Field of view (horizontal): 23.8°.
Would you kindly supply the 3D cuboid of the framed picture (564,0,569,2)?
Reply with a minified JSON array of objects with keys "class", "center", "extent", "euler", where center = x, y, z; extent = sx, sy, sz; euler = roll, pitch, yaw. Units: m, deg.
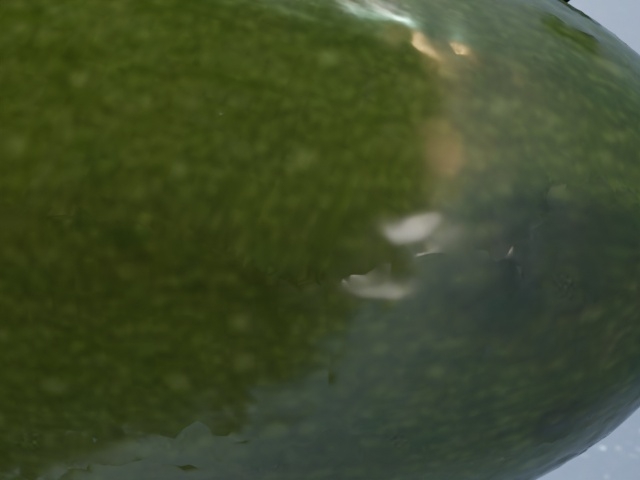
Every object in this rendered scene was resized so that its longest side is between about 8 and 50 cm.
[{"class":"framed picture","center":[0.171,-0.251,1.034],"extent":[0.195,0.010,0.199],"euler":[-39,-136,31]}]

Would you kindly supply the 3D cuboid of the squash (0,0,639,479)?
[{"class":"squash","center":[0.005,0.016,0.629],"extent":[0.310,0.309,0.310],"euler":[11,90,-75]}]
